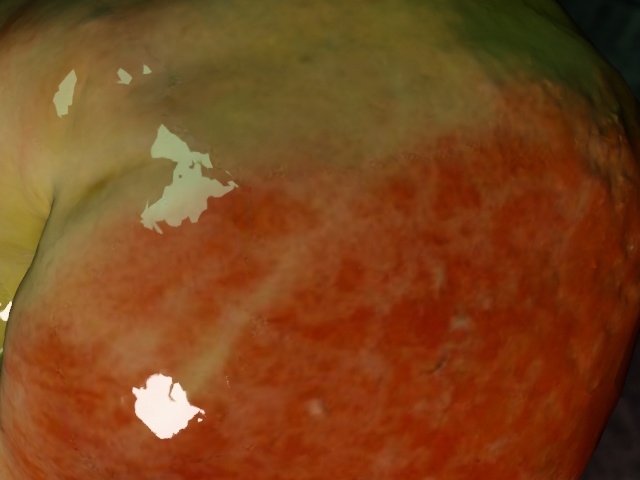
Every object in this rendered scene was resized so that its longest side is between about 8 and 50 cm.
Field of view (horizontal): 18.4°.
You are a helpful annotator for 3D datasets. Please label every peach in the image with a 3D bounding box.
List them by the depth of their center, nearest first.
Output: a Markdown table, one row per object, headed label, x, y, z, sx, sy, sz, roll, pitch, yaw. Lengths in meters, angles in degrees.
| label | x | y | z | sx | sy | sz | roll | pitch | yaw |
| --- | --- | --- | --- | --- | --- | --- | --- | --- | --- |
| peach | 0.000 | 0.000 | 0.618 | 0.256 | 0.232 | 0.232 | -11 | 36 | -35 |
